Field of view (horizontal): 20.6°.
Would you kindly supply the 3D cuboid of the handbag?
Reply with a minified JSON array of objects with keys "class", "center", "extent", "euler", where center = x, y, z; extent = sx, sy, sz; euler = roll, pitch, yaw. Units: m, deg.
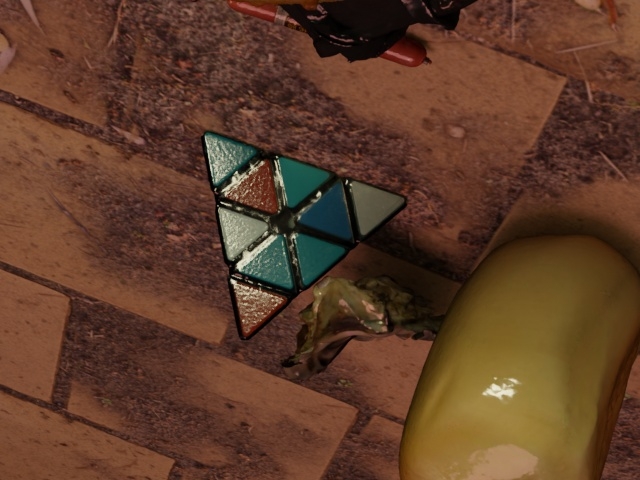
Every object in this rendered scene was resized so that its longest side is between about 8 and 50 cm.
[{"class":"handbag","center":[0.057,-0.294,1.712],"extent":[0.254,0.181,0.181],"euler":[-14,128,44]}]

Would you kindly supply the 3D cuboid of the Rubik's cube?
[{"class":"Rubik's cube","center":[0.000,0.000,2.264],"extent":[0.234,0.250,0.284],"euler":[-13,135,16]}]

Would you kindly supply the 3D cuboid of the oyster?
[{"class":"oyster","center":[0.051,0.112,2.389],"extent":[0.238,0.114,0.351],"euler":[-15,165,12]}]

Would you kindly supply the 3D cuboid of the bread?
[{"class":"bread","center":[0.250,0.192,2.197],"extent":[0.253,0.376,0.348],"euler":[16,152,10]}]

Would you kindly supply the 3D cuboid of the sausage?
[{"class":"sausage","center":[0.005,-0.241,1.977],"extent":[0.253,0.034,0.034],"euler":[19,151,5]}]

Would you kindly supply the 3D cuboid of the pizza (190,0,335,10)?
[{"class":"pizza","center":[-0.067,-0.292,1.561],"extent":[0.336,0.086,0.226],"euler":[8,148,22]}]
